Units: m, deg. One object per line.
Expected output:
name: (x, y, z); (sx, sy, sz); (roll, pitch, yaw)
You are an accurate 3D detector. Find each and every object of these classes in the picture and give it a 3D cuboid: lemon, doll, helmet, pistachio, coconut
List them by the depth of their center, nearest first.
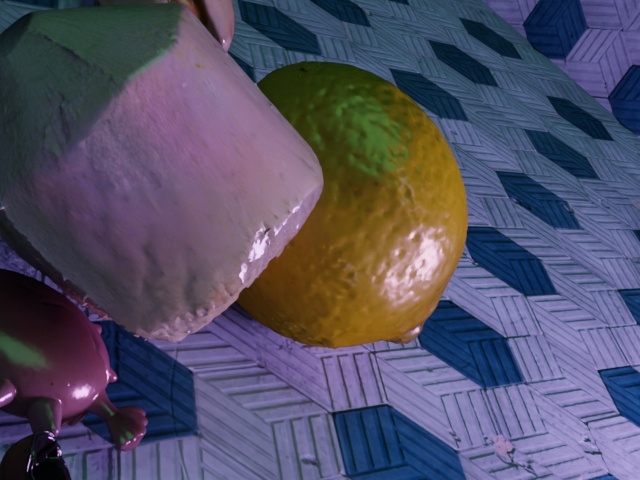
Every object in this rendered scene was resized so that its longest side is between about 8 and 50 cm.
helmet: (-0.238, 0.202, 1.019); (0.065, 0.049, 0.084); (-10, 82, -78)
doll: (-0.265, 0.100, 1.118); (0.262, 0.093, 0.211); (36, 22, -1)
coconut: (-0.187, -0.080, 1.162); (0.309, 0.297, 0.297); (46, 22, -16)
lemon: (0.010, -0.042, 1.427); (0.336, 0.336, 0.336); (26, 26, -14)
pistachio: (-0.241, -0.378, 1.904); (0.193, 0.214, 0.318); (-24, 61, -9)
